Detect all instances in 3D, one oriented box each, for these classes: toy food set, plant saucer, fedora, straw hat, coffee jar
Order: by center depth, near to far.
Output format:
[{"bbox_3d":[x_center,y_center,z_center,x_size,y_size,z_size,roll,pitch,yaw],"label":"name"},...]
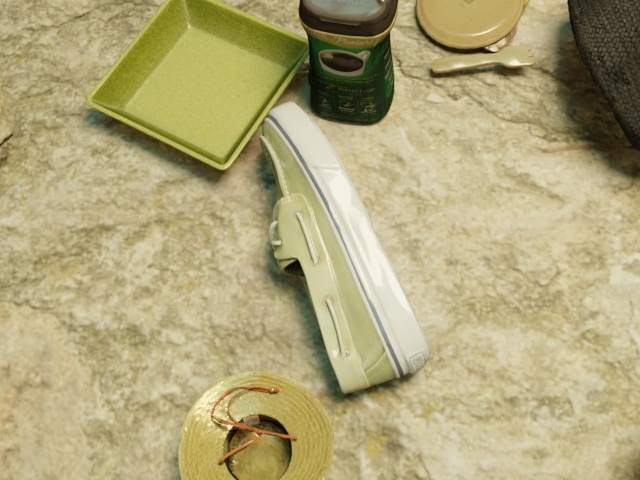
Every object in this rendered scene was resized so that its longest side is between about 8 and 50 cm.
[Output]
[{"bbox_3d":[-0.052,0.190,0.676,0.144,0.061,0.144,-4,48,5],"label":"straw hat"},{"bbox_3d":[0.341,-0.203,0.759,0.152,0.334,0.334,-24,62,26],"label":"fedora"},{"bbox_3d":[0.030,-0.202,0.786,0.096,0.184,0.079,10,66,8],"label":"coffee jar"},{"bbox_3d":[-0.130,-0.176,0.861,0.188,0.045,0.188,27,69,14],"label":"plant saucer"},{"bbox_3d":[0.178,-0.273,0.898,0.132,0.038,0.192,-4,70,9],"label":"toy food set"}]

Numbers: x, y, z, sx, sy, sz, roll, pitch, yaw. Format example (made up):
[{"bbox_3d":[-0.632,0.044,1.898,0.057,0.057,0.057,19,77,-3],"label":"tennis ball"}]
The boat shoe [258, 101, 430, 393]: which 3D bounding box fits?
[{"bbox_3d":[0.000,0.000,0.739,0.094,0.109,0.302,-25,69,-6],"label":"boat shoe"}]
